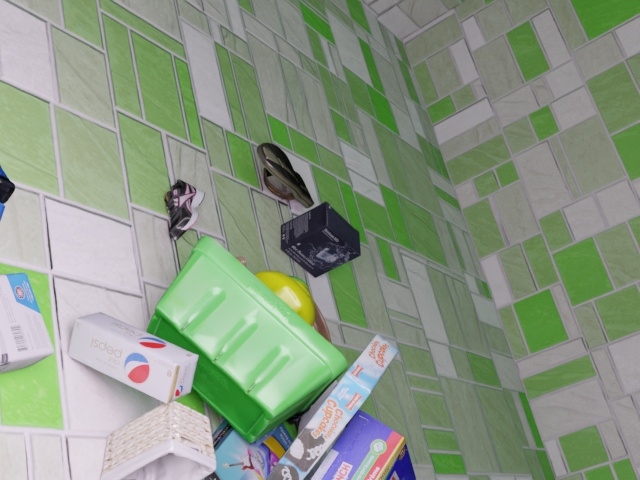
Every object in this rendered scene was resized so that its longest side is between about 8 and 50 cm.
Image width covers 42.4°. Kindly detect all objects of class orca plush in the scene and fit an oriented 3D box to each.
[{"bbox_3d":[0.014,0.454,1.874,0.102,0.151,0.287,81,-4,-57],"label":"orca plush"}]

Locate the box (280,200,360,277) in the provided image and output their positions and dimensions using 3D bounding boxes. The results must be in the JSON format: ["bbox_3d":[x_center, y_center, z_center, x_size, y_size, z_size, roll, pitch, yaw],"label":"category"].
[{"bbox_3d":[0.000,0.000,2.216,0.156,0.158,0.093,41,33,-37],"label":"box"}]

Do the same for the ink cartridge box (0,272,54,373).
[{"bbox_3d":[-0.510,0.130,1.227,0.191,0.082,0.139,-4,69,-61],"label":"ink cartridge box"}]

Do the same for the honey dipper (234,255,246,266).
[{"bbox_3d":[-0.227,0.058,1.892,0.161,0.031,0.030,-8,73,-59],"label":"honey dipper"}]

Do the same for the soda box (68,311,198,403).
[{"bbox_3d":[-0.316,0.194,1.388,0.069,0.216,0.073,-14,120,-64],"label":"soda box"}]

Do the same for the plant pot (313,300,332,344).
[{"bbox_3d":[-0.083,0.220,1.905,0.237,0.110,0.237,42,33,-36],"label":"plant pot"}]

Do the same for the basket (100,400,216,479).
[{"bbox_3d":[-0.270,0.352,1.372,0.113,0.167,0.103,39,28,-41],"label":"basket"}]

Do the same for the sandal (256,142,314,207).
[{"bbox_3d":[-0.104,-0.159,2.275,0.303,0.086,0.120,50,19,-57],"label":"sandal"}]

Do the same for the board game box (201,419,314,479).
[{"bbox_3d":[-0.135,0.486,1.587,0.253,0.079,0.336,59,25,-7],"label":"board game box"}]

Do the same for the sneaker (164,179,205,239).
[{"bbox_3d":[-0.315,-0.071,1.823,0.077,0.072,0.178,38,25,-20],"label":"sneaker"}]

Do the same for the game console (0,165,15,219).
[{"bbox_3d":[-0.644,-0.090,1.257,0.293,0.173,0.250,31,9,-49],"label":"game console"}]

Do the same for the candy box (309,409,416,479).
[{"bbox_3d":[0.071,0.527,1.609,0.268,0.122,0.317,-51,146,-25],"label":"candy box"}]

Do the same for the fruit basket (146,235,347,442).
[{"bbox_3d":[-0.112,0.159,1.618,0.392,0.283,0.391,10,56,-16],"label":"fruit basket"}]

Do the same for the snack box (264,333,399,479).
[{"bbox_3d":[0.017,0.337,1.559,0.060,0.322,0.187,37,25,7],"label":"snack box"}]

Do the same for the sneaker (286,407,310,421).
[{"bbox_3d":[-0.116,0.315,1.773,0.232,0.091,0.081,42,32,-37],"label":"sneaker"}]
